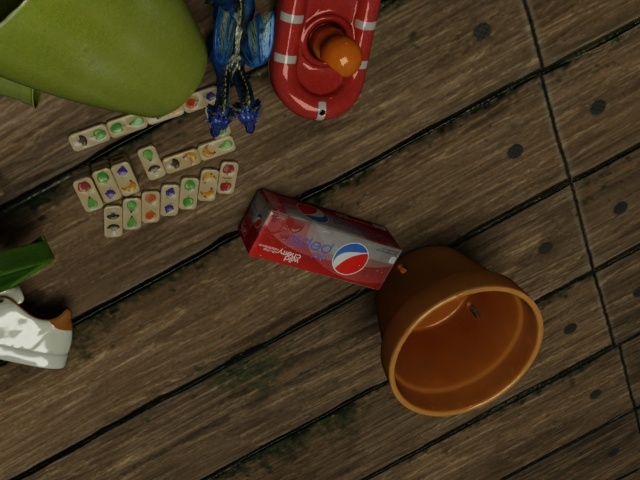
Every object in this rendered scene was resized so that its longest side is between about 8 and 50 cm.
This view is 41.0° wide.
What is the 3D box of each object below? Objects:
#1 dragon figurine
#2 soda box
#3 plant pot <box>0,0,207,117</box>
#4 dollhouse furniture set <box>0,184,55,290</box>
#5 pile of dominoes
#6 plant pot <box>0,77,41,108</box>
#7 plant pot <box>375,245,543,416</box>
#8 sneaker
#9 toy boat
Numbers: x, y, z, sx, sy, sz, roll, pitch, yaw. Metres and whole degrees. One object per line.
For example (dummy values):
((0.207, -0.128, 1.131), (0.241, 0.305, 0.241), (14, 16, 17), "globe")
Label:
((-0.114, -0.286, 1.174), (0.085, 0.144, 0.289), (-1, 123, -20), "dragon figurine")
((0.000, 0.000, 1.451), (0.263, 0.083, 0.092), (17, 115, -28), "soda box")
((-0.285, -0.282, 1.068), (0.275, 0.274, 0.293), (-43, 142, 11), "plant pot")
((-0.580, 0.024, 1.239), (0.302, 0.151, 0.197), (-30, 90, 18), "dollhouse furniture set")
((-0.247, -0.109, 1.313), (0.251, 0.040, 0.195), (-20, 127, -5), "pile of dominoes")
((-0.419, -0.224, 1.154), (0.079, 0.083, 0.083), (8, 121, -10), "plant pot")
((0.227, 0.143, 1.558), (0.291, 0.203, 0.290), (-10, 126, -13), "plant pot")
((-0.535, 0.117, 1.344), (0.290, 0.106, 0.123), (13, 91, -23), "sneaker")
((0.014, -0.276, 1.223), (0.151, 0.151, 0.231), (-1, 123, -19), "toy boat")
